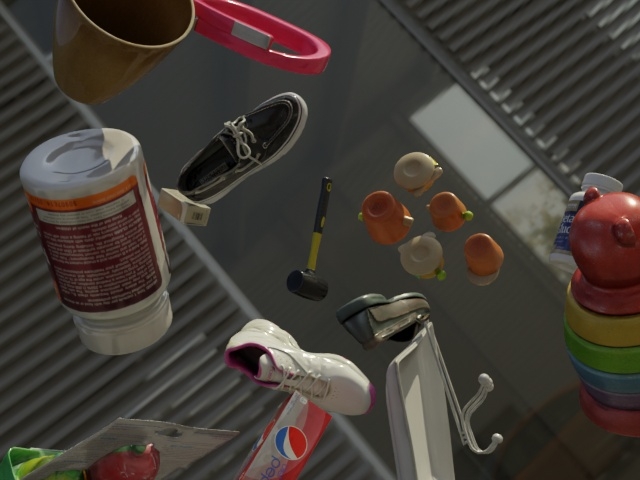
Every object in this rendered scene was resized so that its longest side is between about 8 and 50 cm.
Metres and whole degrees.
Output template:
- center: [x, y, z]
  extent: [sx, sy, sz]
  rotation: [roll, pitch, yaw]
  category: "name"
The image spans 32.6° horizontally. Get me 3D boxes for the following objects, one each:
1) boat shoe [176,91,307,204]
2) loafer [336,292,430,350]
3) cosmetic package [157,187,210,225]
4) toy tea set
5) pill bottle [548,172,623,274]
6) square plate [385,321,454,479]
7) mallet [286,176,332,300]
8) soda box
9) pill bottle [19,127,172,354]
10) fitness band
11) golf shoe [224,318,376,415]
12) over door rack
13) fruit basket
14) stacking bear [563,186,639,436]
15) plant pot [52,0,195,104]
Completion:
- center: [-0.161, -0.191, 2.177]
  extent: [0.306, 0.113, 0.105]
  rotation: [-34, -15, 7]
  category: "boat shoe"
- center: [0.113, 0.141, 1.786]
  extent: [0.096, 0.084, 0.267]
  rotation: [-35, -19, 23]
  category: "loafer"
- center: [-0.285, -0.070, 2.273]
  extent: [0.060, 0.115, 0.041]
  rotation: [7, -74, -39]
  category: "cosmetic package"
- center: [0.226, -0.013, 2.216]
  extent: [0.200, 0.336, 0.124]
  rotation: [-38, -33, 0]
  category: "toy tea set"
- center: [0.467, -0.027, 1.904]
  extent: [0.094, 0.094, 0.169]
  rotation: [58, -128, -75]
  category: "pill bottle"
- center: [0.189, 0.357, 2.077]
  extent: [0.049, 0.347, 0.344]
  rotation: [-7, 6, 16]
  category: "square plate"
- center: [0.000, 0.000, 1.653]
  extent: [0.062, 0.039, 0.190]
  rotation: [33, -115, -43]
  category: "mallet"
- center: [-0.084, 0.386, 1.841]
  extent: [0.263, 0.083, 0.092]
  rotation: [-57, 6, -36]
  category: "soda box"
- center: [-0.408, 0.008, 2.060]
  extent: [0.224, 0.224, 0.392]
  rotation: [-32, -50, -32]
  category: "pill bottle"
- center: [-0.118, -0.384, 2.027]
  extent: [0.209, 0.290, 0.054]
  rotation: [-22, -42, -63]
  category: "fitness band"
- center: [-0.046, 0.258, 2.058]
  extent: [0.140, 0.306, 0.115]
  rotation: [-23, -47, -62]
  category: "golf shoe"
- center: [0.267, 0.262, 2.148]
  extent: [0.108, 0.324, 0.239]
  rotation: [-30, -15, 3]
  category: "over door rack"
- center: [-0.353, 0.364, 1.737]
  extent: [0.353, 0.165, 0.327]
  rotation: [-38, -28, 17]
  category: "fruit basket"
- center: [0.361, 0.073, 1.274]
  extent: [0.164, 0.175, 0.289]
  rotation: [-17, -59, 2]
  category: "stacking bear"
- center: [-0.387, -0.365, 1.964]
  extent: [0.237, 0.237, 0.254]
  rotation: [-27, -12, -43]
  category: "plant pot"
